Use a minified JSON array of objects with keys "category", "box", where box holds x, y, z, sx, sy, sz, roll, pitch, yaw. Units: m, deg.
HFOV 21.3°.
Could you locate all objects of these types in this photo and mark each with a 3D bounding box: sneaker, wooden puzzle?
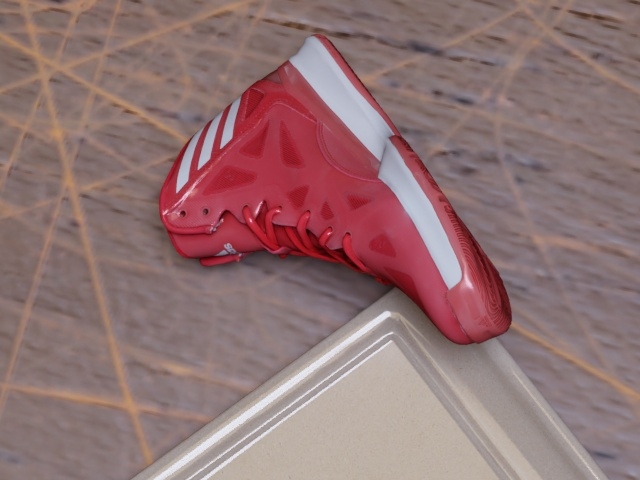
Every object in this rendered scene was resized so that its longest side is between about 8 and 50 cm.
[{"category":"sneaker","box":[0.000,0.000,0.855,0.128,0.087,0.221,-35,42,3]},{"category":"wooden puzzle","box":[0.027,0.165,0.843,0.239,0.044,0.221,-37,74,-3]}]
